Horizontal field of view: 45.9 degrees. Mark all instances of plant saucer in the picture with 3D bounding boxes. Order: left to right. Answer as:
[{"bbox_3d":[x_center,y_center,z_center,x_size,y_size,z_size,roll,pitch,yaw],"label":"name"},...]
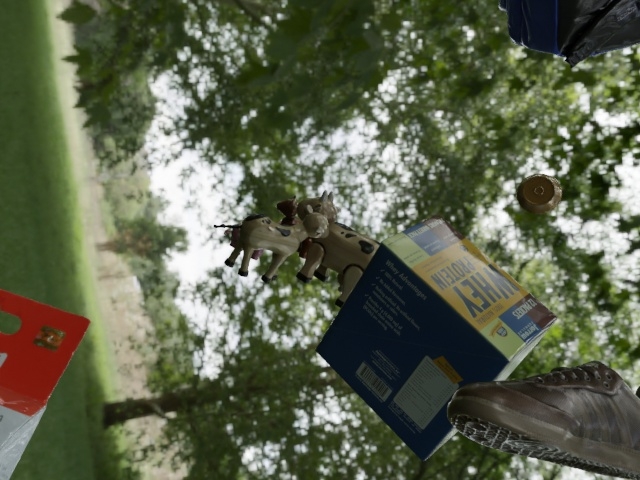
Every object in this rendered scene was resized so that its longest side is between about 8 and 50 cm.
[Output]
[{"bbox_3d":[0.414,-0.092,1.432,0.015,0.083,0.083,48,25,-64],"label":"plant saucer"}]

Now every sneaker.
[{"bbox_3d":[0.163,0.112,0.510,0.066,0.188,0.071,-22,-128,55],"label":"sneaker"}]

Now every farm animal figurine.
[{"bbox_3d":[0.000,0.000,1.443,0.172,0.326,0.330,-64,172,15],"label":"farm animal figurine"}]

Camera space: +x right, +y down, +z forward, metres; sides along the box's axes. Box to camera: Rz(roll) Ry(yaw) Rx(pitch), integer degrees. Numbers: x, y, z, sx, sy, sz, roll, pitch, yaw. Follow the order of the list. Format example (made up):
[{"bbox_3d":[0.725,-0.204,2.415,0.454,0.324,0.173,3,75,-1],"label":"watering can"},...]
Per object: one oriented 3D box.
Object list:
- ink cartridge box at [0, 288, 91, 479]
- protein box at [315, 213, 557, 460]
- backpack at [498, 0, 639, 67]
[{"bbox_3d":[-0.319,0.126,0.585,0.066,0.189,0.232,90,20,-64],"label":"ink cartridge box"},{"bbox_3d":[0.137,0.117,0.938,0.200,0.136,0.201,44,-52,20],"label":"protein box"},{"bbox_3d":[0.160,-0.159,0.403,0.101,0.120,0.098,-117,-163,-58],"label":"backpack"}]
